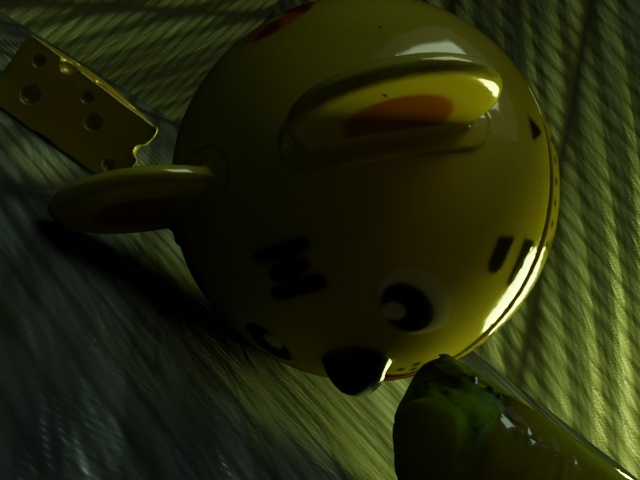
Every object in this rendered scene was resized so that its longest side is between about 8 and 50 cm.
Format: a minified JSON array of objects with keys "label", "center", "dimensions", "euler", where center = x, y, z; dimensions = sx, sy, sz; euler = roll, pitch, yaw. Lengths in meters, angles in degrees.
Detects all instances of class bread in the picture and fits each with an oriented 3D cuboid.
[{"label":"bread","center":[0.207,0.228,0.683],"dimensions":[0.384,0.112,0.166],"euler":[36,-1,-14]}]

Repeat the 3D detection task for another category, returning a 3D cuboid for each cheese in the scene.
[{"label":"cheese","center":[-0.278,-0.144,1.076],"dimensions":[0.171,0.093,0.126],"euler":[39,4,17]}]

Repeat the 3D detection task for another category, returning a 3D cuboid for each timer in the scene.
[{"label":"timer","center":[0.015,-0.043,0.767],"dimensions":[0.376,0.376,0.387],"euler":[38,15,27]}]
